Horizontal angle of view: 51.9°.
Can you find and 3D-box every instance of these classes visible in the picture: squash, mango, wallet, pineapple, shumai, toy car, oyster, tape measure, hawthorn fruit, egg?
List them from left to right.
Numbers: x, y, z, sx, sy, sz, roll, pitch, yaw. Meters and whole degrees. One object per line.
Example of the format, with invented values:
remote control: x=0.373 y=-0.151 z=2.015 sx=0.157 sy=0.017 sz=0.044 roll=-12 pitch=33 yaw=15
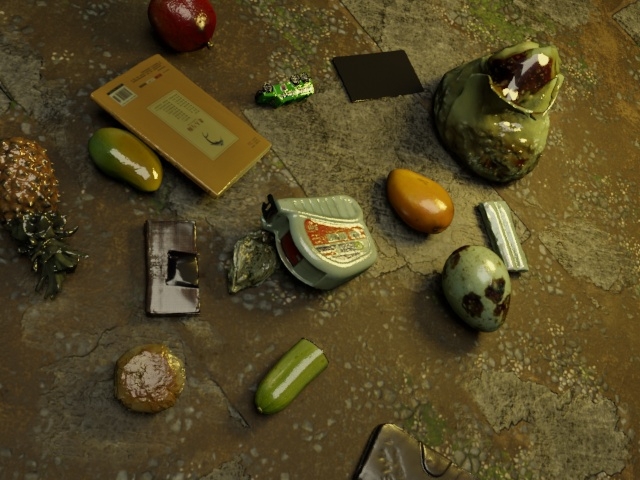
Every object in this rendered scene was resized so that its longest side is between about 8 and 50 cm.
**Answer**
pineapple: x=-0.610 y=-0.043 z=1.390 sx=0.169 sy=0.169 sz=0.340 roll=-19 pitch=82 yaw=-27
mango: x=-0.455 y=-0.193 z=1.552 sx=0.191 sy=0.085 sz=0.122 roll=33 pitch=44 yaw=-14
wallet: x=-0.339 y=0.061 z=1.502 sx=0.125 sy=0.042 sz=0.230 roll=0 pitch=65 yaw=-18
hawthorn fruit: x=-0.354 y=-0.568 z=1.714 sx=0.169 sy=0.169 sz=0.188 roll=-37 pitch=95 yaw=-30
oyster: x=-0.161 y=0.045 z=1.568 sx=0.177 sy=0.064 sz=0.124 roll=-27 pitch=92 yaw=-38
toy car: x=-0.098 y=-0.402 z=1.786 sx=0.165 sy=0.071 sz=0.062 roll=-22 pitch=90 yaw=-28
squash: x=-0.078 y=0.310 z=1.462 sx=0.188 sy=0.095 sz=0.095 roll=-40 pitch=85 yaw=-27
tape measure: x=0.000 y=-0.001 z=1.598 sx=0.243 sy=0.125 sz=0.246 roll=-8 pitch=69 yaw=-36
mango: x=0.262 y=-0.110 z=1.770 sx=0.145 sy=0.112 sz=0.219 roll=-36 pitch=71 yaw=-29
wallet: x=0.235 y=0.553 z=1.496 sx=0.310 sy=0.042 sz=0.165 roll=34 pitch=62 yaw=-4
egg: x=0.402 y=0.123 z=1.680 sx=0.169 sy=0.169 sz=0.231 roll=-17 pitch=88 yaw=-26
shumai: x=0.539 y=-0.408 z=1.872 sx=0.396 sy=0.348 sz=0.394 roll=10 pitch=59 yaw=-17

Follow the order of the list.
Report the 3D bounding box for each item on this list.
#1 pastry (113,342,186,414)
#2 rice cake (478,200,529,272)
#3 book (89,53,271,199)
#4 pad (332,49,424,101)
pastry: x=-0.358 y=0.288 z=1.369 sx=0.153 sy=0.081 sz=0.153 roll=10 pitch=64 yaw=-21
rice cake: x=0.516 y=-0.012 z=1.854 sx=0.085 sy=0.040 sz=0.226 roll=-6 pitch=69 yaw=-23
book: x=-0.335 y=-0.293 z=1.632 sx=0.389 sy=0.032 sz=0.269 roll=40 pitch=46 yaw=0
pad: x=0.175 y=-0.494 z=1.964 sx=0.265 sy=0.009 sz=0.159 roll=-14 pitch=72 yaw=-27
